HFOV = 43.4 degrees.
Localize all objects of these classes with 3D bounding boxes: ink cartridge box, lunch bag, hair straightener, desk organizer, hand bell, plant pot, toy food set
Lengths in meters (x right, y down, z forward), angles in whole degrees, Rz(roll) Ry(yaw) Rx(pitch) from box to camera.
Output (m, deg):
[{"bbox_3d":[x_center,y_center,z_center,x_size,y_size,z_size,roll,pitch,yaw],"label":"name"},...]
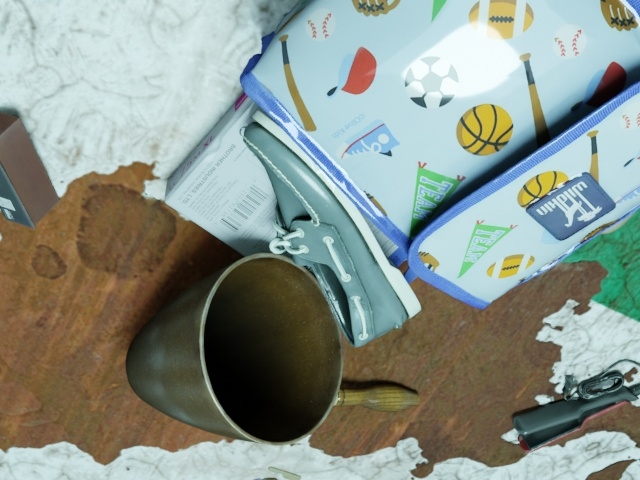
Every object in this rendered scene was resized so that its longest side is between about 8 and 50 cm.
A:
[{"bbox_3d":[-0.008,-0.037,0.973,0.311,0.065,0.186,37,111,-21],"label":"ink cartridge box"},{"bbox_3d":[0.170,-0.142,0.798,0.328,0.239,0.385,-37,108,22],"label":"lunch bag"},{"bbox_3d":[0.393,0.237,1.188,0.230,0.047,0.089,-21,121,6],"label":"hair straightener"},{"bbox_3d":[-0.350,-0.080,0.915,0.047,0.050,0.130,16,141,22],"label":"desk organizer"},{"bbox_3d":[0.031,0.219,1.121,0.242,0.126,0.126,8,120,-25],"label":"hand bell"},{"bbox_3d":[-0.128,0.141,0.978,0.230,0.215,0.215,-15,128,43],"label":"plant pot"},{"bbox_3d":[-0.081,0.407,1.253,0.078,0.019,0.122,23,116,-18],"label":"toy food set"}]

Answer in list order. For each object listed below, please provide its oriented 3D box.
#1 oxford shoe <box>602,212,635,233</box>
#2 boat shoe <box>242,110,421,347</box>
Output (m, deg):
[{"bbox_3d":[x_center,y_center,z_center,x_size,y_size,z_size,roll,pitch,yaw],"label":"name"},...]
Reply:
[{"bbox_3d":[0.388,-0.159,0.885,0.140,0.146,0.397,3,122,-22],"label":"oxford shoe"},{"bbox_3d":[0.000,0.000,0.888,0.099,0.116,0.319,-39,123,-3],"label":"boat shoe"}]
